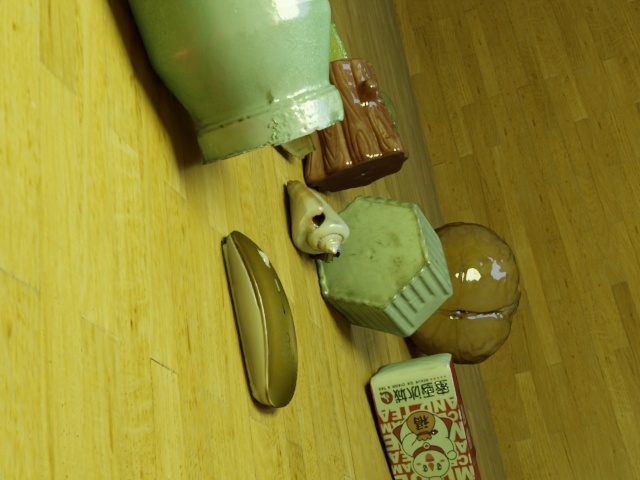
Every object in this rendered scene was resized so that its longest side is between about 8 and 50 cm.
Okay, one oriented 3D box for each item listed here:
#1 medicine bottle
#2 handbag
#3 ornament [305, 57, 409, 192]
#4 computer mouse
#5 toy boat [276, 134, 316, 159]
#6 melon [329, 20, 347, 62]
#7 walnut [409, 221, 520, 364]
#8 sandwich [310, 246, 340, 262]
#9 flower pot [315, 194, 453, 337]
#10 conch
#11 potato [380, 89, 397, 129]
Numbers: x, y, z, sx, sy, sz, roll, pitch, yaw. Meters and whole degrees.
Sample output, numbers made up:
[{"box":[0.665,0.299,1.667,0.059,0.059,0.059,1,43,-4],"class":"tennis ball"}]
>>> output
[{"box":[-0.104,-0.259,1.173,0.245,0.245,0.290,-51,125,-74],"class":"medicine bottle"},{"box":[0.207,0.381,1.800,0.151,0.171,0.298,-16,93,-80],"class":"handbag"},{"box":[0.052,-0.231,1.836,0.235,0.221,0.218,-12,79,-32],"class":"ornament"},{"box":[-0.075,0.101,1.246,0.126,0.056,0.245,38,36,-68],"class":"computer mouse"},{"box":[-0.066,-0.206,1.636,0.072,0.064,0.206,60,5,25],"class":"toy boat"},{"box":[0.044,-0.426,2.344,0.114,0.053,0.262,-53,126,-64],"class":"melon"},{"box":[0.346,0.129,2.343,0.398,0.307,0.354,-22,129,-75],"class":"walnut"},{"box":[0.003,0.000,1.654,0.026,0.069,0.101,15,51,-39],"class":"sandwich"},{"box":[0.116,0.049,1.731,0.209,0.239,0.189,47,1,29],"class":"flower pot"},{"box":[-0.009,-0.046,1.594,0.104,0.094,0.176,20,47,-42],"class":"conch"},{"box":[0.121,-0.287,2.319,0.157,0.157,0.194,-92,174,-47],"class":"potato"}]
